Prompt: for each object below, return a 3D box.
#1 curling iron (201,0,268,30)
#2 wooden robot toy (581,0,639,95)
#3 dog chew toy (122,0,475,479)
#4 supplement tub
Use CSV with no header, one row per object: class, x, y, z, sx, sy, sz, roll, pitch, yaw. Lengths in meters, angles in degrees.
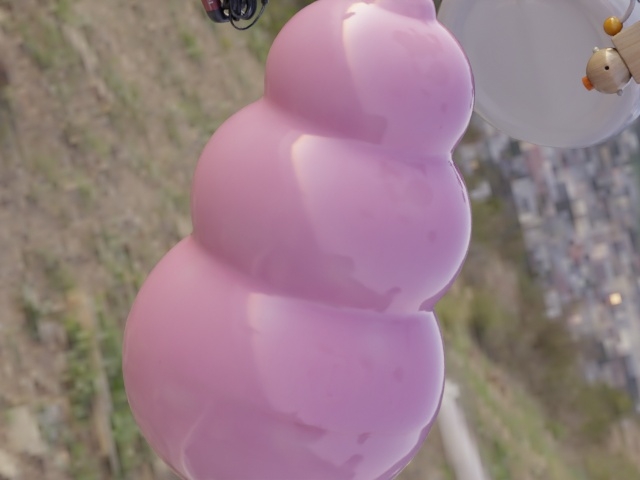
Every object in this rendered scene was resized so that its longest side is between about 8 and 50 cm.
curling iron,-0.115,-0.301,1.627,0.035,0.068,0.274,20,-36,54
wooden robot toy,0.243,-0.132,1.473,0.173,0.079,0.076,61,10,4
dog chew toy,0.000,0.000,1.189,0.206,0.206,0.332,-38,146,-73
supplement tub,0.260,-0.250,1.729,0.338,0.207,0.207,-50,129,-41
